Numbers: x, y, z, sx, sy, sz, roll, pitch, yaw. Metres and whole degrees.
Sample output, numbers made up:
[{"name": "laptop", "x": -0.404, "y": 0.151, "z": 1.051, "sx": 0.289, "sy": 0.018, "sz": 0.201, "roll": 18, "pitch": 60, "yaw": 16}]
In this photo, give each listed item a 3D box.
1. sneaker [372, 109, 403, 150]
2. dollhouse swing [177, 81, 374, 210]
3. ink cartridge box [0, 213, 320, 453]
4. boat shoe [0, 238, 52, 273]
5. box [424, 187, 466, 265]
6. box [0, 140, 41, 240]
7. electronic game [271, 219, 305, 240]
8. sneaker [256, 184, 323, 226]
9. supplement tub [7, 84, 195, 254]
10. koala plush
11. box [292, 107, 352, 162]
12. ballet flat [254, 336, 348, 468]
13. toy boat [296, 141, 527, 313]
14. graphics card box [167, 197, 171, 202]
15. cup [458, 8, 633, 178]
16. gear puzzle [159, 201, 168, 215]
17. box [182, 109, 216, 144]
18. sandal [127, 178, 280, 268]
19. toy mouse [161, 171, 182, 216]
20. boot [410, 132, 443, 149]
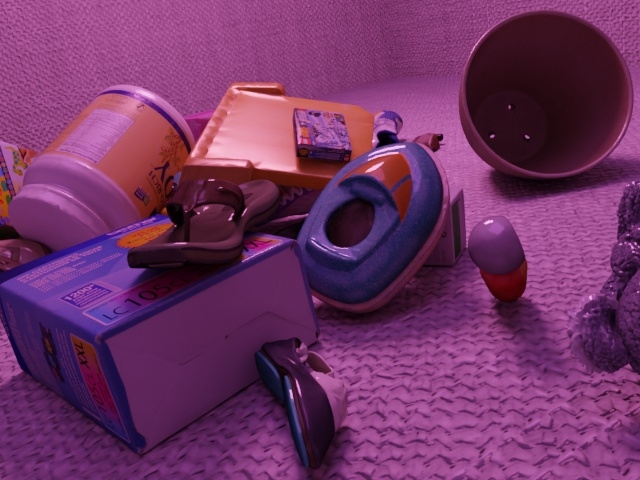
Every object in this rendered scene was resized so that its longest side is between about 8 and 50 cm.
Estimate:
[{"name": "sneaker", "x": 0.179, "y": -0.294, "z": 1.761, "sx": 0.130, "sy": 0.112, "sz": 0.296, "roll": 22, "pitch": 35, "yaw": 28}, {"name": "dollhouse swing", "x": -0.092, "y": -0.116, "z": 1.194, "sx": 0.304, "sy": 0.315, "sz": 0.347, "roll": 19, "pitch": 36, "yaw": -7}, {"name": "ink cartridge box", "x": -0.239, "y": 0.083, "z": 0.796, "sx": 0.395, "sy": 0.151, "sz": 0.270, "roll": 7, "pitch": 26, "yaw": 45}, {"name": "boat shoe", "x": -0.672, "y": 0.056, "z": 1.131, "sx": 0.340, "sy": 0.122, "sz": 0.110, "roll": -4, "pitch": 19, "yaw": 13}, {"name": "box", "x": 0.167, "y": -0.022, "z": 0.949, "sx": 0.101, "sy": 0.101, "sz": 0.087, "roll": 1, "pitch": 22, "yaw": 26}, {"name": "box", "x": -0.724, "y": -0.085, "z": 1.285, "sx": 0.289, "sy": 0.177, "sz": 0.279, "roll": -9, "pitch": -10, "yaw": 22}, {"name": "electronic game", "x": 0.000, "y": 0.000, "z": 1.052, "sx": 0.229, "sy": 0.048, "sz": 0.229, "roll": -15, "pitch": 15, "yaw": 4}, {"name": "sneaker", "x": -0.037, "y": -0.084, "z": 1.259, "sx": 0.236, "sy": 0.105, "sz": 0.095, "roll": -31, "pitch": 30, "yaw": 3}, {"name": "supplement tub", "x": -0.421, "y": -0.122, "z": 1.204, "sx": 0.240, "sy": 0.241, "sz": 0.331, "roll": 0, "pitch": 47, "yaw": 29}, {"name": "koala plush", "x": 0.334, "y": 0.049, "z": 0.560, "sx": 0.196, "sy": 0.203, "sz": 0.221, "roll": 6, "pitch": 37, "yaw": 40}, {"name": "box", "x": 0.000, "y": -0.187, "z": 1.074, "sx": 0.093, "sy": 0.027, "sz": 0.137, "roll": 6, "pitch": 38, "yaw": -10}, {"name": "ballet flat", "x": -0.013, "y": 0.148, "z": 0.608, "sx": 0.074, "sy": 0.074, "sz": 0.203, "roll": -15, "pitch": 17, "yaw": -14}, {"name": "toy boat", "x": 0.118, "y": -0.016, "z": 0.794, "sx": 0.318, "sy": 0.148, "sz": 0.268, "roll": 21, "pitch": 72, "yaw": 32}, {"name": "graphics card box", "x": -0.584, "y": -0.124, "z": 1.648, "sx": 0.370, "sy": 0.094, "sz": 0.232, "roll": 4, "pitch": 24, "yaw": 39}, {"name": "cup", "x": 0.430, "y": -0.267, "z": 1.272, "sx": 0.330, "sy": 0.331, "sz": 0.237, "roll": -11, "pitch": -7, "yaw": -3}, {"name": "gear puzzle", "x": -0.424, "y": -0.021, "z": 1.352, "sx": 0.338, "sy": 0.044, "sz": 0.175, "roll": -7, "pitch": 29, "yaw": 22}, {"name": "box", "x": -0.229, "y": -0.218, "z": 1.544, "sx": 0.242, "sy": 0.214, "sz": 0.117, "roll": 8, "pitch": 26, "yaw": 41}, {"name": "sandal", "x": -0.136, "y": -0.037, "z": 0.720, "sx": 0.120, "sy": 0.086, "sz": 0.303, "roll": -5, "pitch": 19, "yaw": 14}, {"name": "toy mouse", "x": -0.279, "y": -0.096, "z": 1.207, "sx": 0.031, "sy": 0.143, "sz": 0.161, "roll": 20, "pitch": -9, "yaw": -6}, {"name": "boot", "x": 0.292, "y": -0.274, "z": 1.711, "sx": 0.086, "sy": 0.042, "sz": 0.118, "roll": -6, "pitch": 17, "yaw": 31}]
